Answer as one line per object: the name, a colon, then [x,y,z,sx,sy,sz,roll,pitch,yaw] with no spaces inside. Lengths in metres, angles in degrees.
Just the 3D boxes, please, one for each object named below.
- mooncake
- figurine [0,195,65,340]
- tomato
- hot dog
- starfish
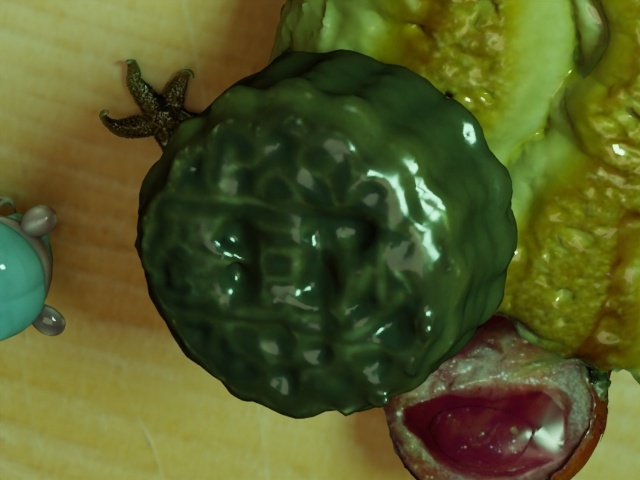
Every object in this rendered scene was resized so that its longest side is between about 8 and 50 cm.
mooncake: [0.000,0.000,1.108,0.228,0.124,0.228,12,120,22]
figurine: [-0.318,0.028,1.354,0.260,0.103,0.205,11,115,14]
tomato: [0.137,0.101,1.333,0.173,0.099,0.189,-7,75,27]
hot dog: [0.147,-0.136,1.154,0.367,0.196,0.365,20,129,5]
starfish: [-0.117,-0.092,1.308,0.078,0.028,0.091,-28,106,13]
